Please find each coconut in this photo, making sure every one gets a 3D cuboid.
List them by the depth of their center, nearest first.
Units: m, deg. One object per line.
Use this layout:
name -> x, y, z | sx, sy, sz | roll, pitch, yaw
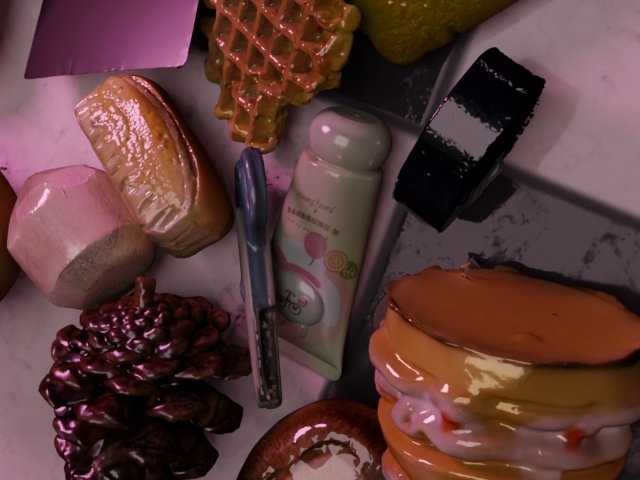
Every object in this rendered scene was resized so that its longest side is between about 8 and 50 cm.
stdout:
coconut -> -0.291, -0.014, 1.268 | 0.171, 0.171, 0.183 | -45, 72, 21

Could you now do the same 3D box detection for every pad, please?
pad -> -0.247, -0.273, 1.262 | 0.265, 0.009, 0.160 | 2, 75, 32

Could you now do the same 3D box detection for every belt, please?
belt -> 0.149, -0.100, 1.073 | 0.078, 0.151, 0.198 | 37, 118, 12

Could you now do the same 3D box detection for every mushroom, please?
mushroom -> 0.033, 0.322, 1.159 | 0.278, 0.163, 0.297 | -10, 92, 33

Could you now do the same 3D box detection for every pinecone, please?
pinecone -> -0.203, 0.189, 1.212 | 0.244, 0.244, 0.309 | 22, 122, 21

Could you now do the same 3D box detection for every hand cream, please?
hand cream -> 0.000, 0.000, 1.190 | 0.147, 0.093, 0.306 | 25, 115, 23

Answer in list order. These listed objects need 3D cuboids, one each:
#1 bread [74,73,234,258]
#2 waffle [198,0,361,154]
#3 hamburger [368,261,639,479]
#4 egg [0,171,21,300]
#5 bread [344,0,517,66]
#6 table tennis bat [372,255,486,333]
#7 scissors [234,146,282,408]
bread -> -0.188, -0.093, 1.216 | 0.106, 0.140, 0.236 | -36, 68, 4
waffle -> -0.049, -0.219, 1.146 | 0.253, 0.056, 0.249 | 6, 103, 50
hamburger -> 0.179, 0.165, 1.034 | 0.276, 0.276, 0.237 | 13, 111, 22
egg -> -0.521, -0.023, 1.321 | 0.322, 0.250, 0.250 | 33, 107, 25
bread -> 0.175, -0.325, 1.057 | 0.383, 0.112, 0.166 | -28, 83, 23
table tennis bat -> 0.123, 0.076, 1.173 | 0.158, 0.014, 0.095 | -46, 75, 23
scissors -> -0.071, 0.043, 1.170 | 0.041, 0.138, 0.289 | -6, 84, -15
